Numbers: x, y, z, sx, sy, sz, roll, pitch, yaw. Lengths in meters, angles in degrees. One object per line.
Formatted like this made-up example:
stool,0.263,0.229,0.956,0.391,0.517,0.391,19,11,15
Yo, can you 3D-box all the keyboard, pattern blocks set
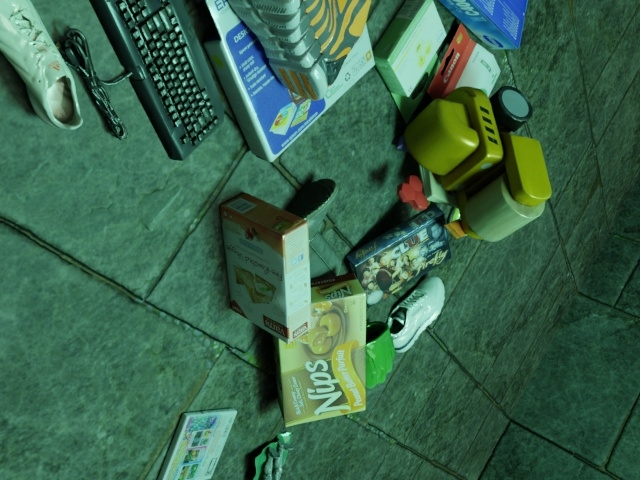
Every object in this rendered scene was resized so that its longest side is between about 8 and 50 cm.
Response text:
keyboard,-0.243,-0.239,0.923,0.201,0.033,0.317,-46,140,-25
pattern blocks set,0.295,-0.136,1.554,0.325,0.026,0.285,26,53,-30

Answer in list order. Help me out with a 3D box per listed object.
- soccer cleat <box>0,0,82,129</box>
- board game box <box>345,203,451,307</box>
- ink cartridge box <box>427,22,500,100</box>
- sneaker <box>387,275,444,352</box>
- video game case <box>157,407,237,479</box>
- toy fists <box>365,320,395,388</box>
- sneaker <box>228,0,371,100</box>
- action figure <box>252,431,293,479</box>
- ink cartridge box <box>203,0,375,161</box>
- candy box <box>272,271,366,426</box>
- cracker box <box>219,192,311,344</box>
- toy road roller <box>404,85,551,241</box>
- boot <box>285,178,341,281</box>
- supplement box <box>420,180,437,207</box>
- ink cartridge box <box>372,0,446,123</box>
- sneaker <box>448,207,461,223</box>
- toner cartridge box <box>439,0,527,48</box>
soccer cleat,-0.332,-0.216,0.778,0.068,0.076,0.196,-44,140,-28
board game box,0.188,0.038,1.570,0.243,0.042,0.165,-31,137,-9
ink cartridge box,0.343,-0.374,1.576,0.181,0.056,0.224,-64,152,-1
sneaker,0.248,0.184,1.782,0.235,0.090,0.095,-55,135,-17
video game case,-0.243,0.409,1.327,0.143,0.019,0.157,14,100,-54
toy fists,0.077,0.316,1.626,0.279,0.096,0.142,-32,121,-36
sneaker,-0.027,-0.366,0.962,0.180,0.124,0.321,-58,154,-16
action figure,-0.121,0.572,1.554,0.137,0.063,0.232,-15,125,-52
ink cartridge box,-0.046,-0.338,1.092,0.303,0.072,0.307,-46,138,-24
candy box,-0.003,0.232,1.399,0.183,0.087,0.316,-9,122,-11
cracker box,-0.095,0.050,1.182,0.067,0.156,0.232,-32,133,-38
toy road roller,0.322,-0.175,1.447,0.240,0.202,0.329,4,65,-26
boot,-0.001,-0.002,1.346,0.189,0.076,0.208,-45,136,-3
supplement box,0.238,-0.110,1.584,0.043,0.083,0.055,20,94,-55
ink cartridge box,0.203,-0.372,1.408,0.171,0.056,0.235,-58,143,-11
sneaker,0.447,-0.115,1.818,0.091,0.126,0.240,15,99,-55
toner cartridge box,0.354,-0.551,1.452,0.348,0.075,0.165,11,90,-55
